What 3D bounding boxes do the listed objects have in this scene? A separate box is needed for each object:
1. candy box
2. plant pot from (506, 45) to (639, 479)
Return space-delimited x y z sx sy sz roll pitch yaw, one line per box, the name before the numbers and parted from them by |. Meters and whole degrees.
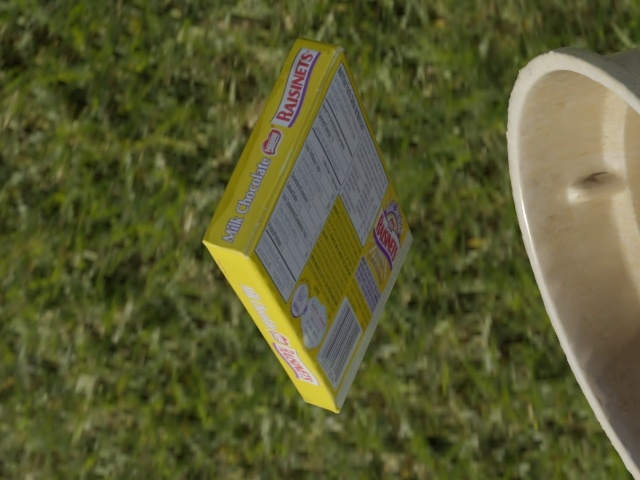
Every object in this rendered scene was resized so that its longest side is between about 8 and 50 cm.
candy box | 0.000 0.000 0.863 0.027 0.105 0.206 15 160 18
plant pot | 0.322 -0.007 1.070 0.305 0.334 0.334 -23 117 -12
